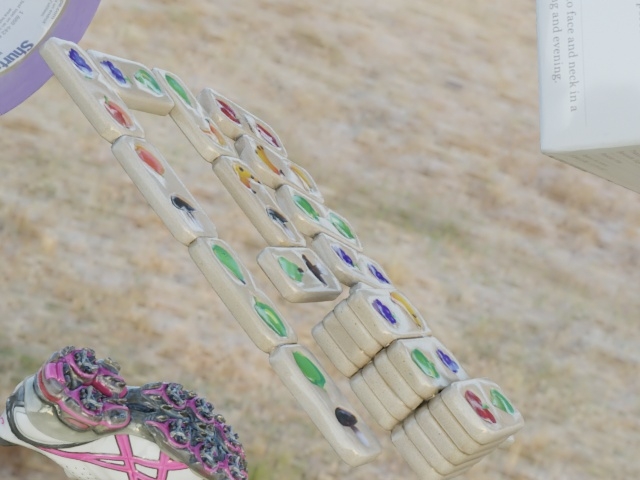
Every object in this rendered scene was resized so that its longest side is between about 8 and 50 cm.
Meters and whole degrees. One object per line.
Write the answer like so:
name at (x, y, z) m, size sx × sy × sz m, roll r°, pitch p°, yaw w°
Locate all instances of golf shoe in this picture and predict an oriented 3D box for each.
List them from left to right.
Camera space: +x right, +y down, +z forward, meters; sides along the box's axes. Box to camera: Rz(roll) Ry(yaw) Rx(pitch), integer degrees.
golf shoe at (-0.132, 0.134, 1.036) m, size 0.186 × 0.086 × 0.067 m, roll 30°, pitch 33°, yaw -34°

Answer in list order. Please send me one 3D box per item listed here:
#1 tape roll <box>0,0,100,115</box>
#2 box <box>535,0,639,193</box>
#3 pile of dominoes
tape roll at (-0.210, -0.164, 0.869) m, size 0.080 × 0.189 × 0.189 m, roll 31°, pitch 20°, yaw 25°
box at (0.188, -0.122, 0.738) m, size 0.119 × 0.181 × 0.182 m, roll -5°, pitch -8°, yaw 29°
pile of dominoes at (0.000, 0.000, 0.713) m, size 0.251 × 0.040 × 0.196 m, roll 52°, pitch 18°, yaw 16°
